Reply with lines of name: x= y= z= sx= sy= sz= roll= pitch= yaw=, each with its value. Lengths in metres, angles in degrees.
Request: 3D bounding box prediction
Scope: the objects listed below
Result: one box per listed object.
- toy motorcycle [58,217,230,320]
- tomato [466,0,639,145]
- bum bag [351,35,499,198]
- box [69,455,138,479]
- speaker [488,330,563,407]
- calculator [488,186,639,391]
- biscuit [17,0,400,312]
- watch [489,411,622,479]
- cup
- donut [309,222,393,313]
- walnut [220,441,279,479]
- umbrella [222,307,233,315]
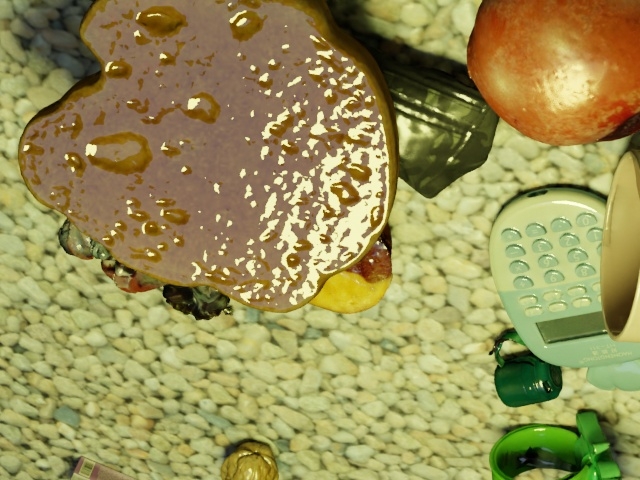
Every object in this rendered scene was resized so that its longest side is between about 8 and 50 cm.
toy motorcycle: x=-0.192 y=-0.065 z=1.535 sx=0.207 sy=0.134 sz=0.401 roll=9 pitch=136 yaw=1
tomato: x=0.239 y=-0.180 z=1.230 sx=0.184 sy=0.208 sz=0.208 roll=37 pitch=135 yaw=9
bum bag: x=0.019 y=-0.152 z=1.410 sx=0.340 sy=0.095 sz=0.144 roll=24 pitch=118 yaw=-7
box: x=-0.317 y=0.369 z=2.050 sx=0.117 sy=0.036 sz=0.050 roll=25 pitch=135 yaw=-8
speaker: x=0.246 y=0.152 z=1.660 sx=0.075 sy=0.060 sz=0.094 roll=-17 pitch=90 yaw=30
calculator: x=0.300 y=0.062 z=1.557 sx=0.188 sy=0.042 sz=0.303 roll=-13 pitch=127 yaw=26
biscuit: x=-0.113 y=-0.097 z=1.366 sx=0.381 sy=0.074 sz=0.359 roll=1 pitch=110 yaw=9
watch: x=0.289 y=0.293 z=1.694 sx=0.152 sy=0.165 sz=0.131 roll=-9 pitch=119 yaw=1
cup: x=0.400 y=-0.018 z=1.365 sx=0.200 sy=0.191 sz=0.253 roll=4 pitch=98 yaw=0
donut: x=0.000 y=0.000 z=1.572 sx=0.184 sy=0.073 sz=0.166 roll=15 pitch=136 yaw=4
walnut: x=-0.099 y=0.328 z=1.911 sx=0.082 sy=0.079 sz=0.096 roll=16 pitch=128 yaw=-2
umbrella: x=-0.147 y=0.073 z=1.729 sx=0.083 sy=0.020 sz=0.031 roll=26 pitch=135 yaw=-15
